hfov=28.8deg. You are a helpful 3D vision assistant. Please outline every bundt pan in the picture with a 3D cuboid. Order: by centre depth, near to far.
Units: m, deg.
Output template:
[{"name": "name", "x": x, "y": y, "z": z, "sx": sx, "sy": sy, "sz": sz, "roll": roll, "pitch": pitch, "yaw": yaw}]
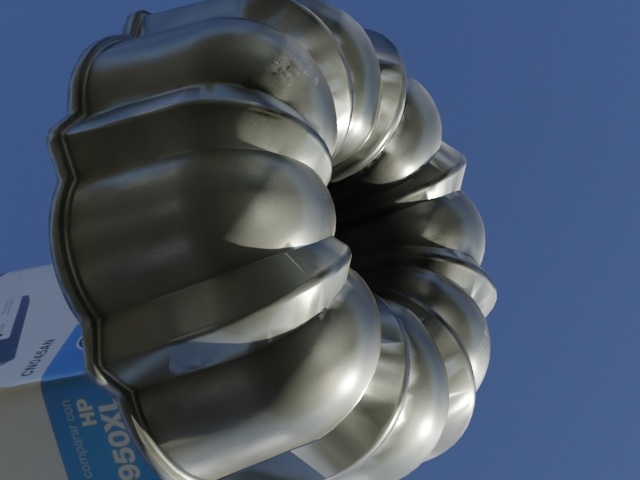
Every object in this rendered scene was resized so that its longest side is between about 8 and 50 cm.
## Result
[{"name": "bundt pan", "x": 0.000, "y": 0.000, "z": 0.739, "sx": 0.124, "sy": 0.331, "sz": 0.330, "roll": -17, "pitch": -101, "yaw": 30}]

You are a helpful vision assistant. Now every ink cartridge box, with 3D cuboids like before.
[{"name": "ink cartridge box", "x": -0.258, "y": 0.140, "z": 1.006, "sx": 0.395, "sy": 0.285, "sz": 0.166, "roll": -11, "pitch": -72, "yaw": 10}]
